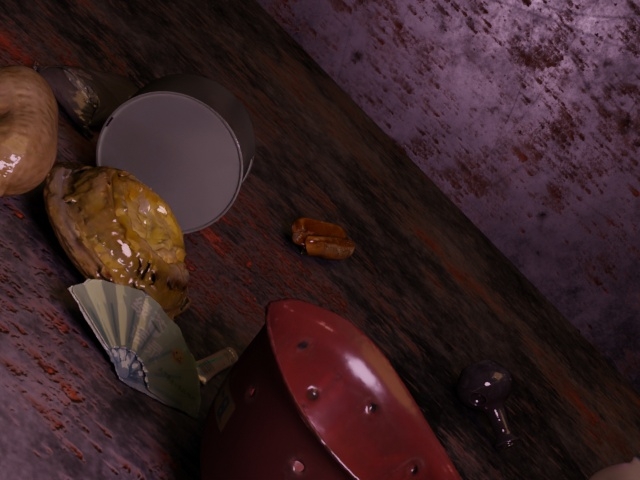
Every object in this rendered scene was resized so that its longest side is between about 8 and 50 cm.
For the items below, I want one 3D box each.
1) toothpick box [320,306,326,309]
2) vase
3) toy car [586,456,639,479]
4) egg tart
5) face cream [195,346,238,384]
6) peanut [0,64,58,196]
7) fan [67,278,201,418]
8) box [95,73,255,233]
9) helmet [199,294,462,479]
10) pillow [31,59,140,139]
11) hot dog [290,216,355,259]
[{"bbox_3d":[-0.003,0.157,1.654,0.047,0.047,0.083,37,21,-26],"label":"toothpick box"},{"bbox_3d":[0.357,0.342,1.975,0.120,0.120,0.182,15,50,-58],"label":"vase"},{"bbox_3d":[0.436,0.491,1.474,0.242,0.336,0.226,41,18,-16],"label":"toy car"},{"bbox_3d":[-0.268,-0.009,1.339,0.279,0.095,0.279,47,17,-19],"label":"egg tart"},{"bbox_3d":[-0.149,0.174,1.343,0.038,0.020,0.115,50,20,7],"label":"face cream"},{"bbox_3d":[-0.417,-0.141,1.261,0.137,0.122,0.253,21,34,-34],"label":"peanut"},{"bbox_3d":[-0.226,0.130,1.214,0.240,0.009,0.131,49,35,-19],"label":"fan"},{"bbox_3d":[-0.222,-0.141,1.505,0.226,0.226,0.149,43,19,-11],"label":"box"},{"bbox_3d":[-0.015,0.261,1.133,0.337,0.230,0.385,41,12,-18],"label":"helmet"},{"bbox_3d":[-0.378,-0.253,1.663,0.169,0.059,0.255,48,19,11],"label":"pillow"},{"bbox_3d":[0.000,0.000,1.958,0.092,0.062,0.236,55,18,22],"label":"hot dog"}]
